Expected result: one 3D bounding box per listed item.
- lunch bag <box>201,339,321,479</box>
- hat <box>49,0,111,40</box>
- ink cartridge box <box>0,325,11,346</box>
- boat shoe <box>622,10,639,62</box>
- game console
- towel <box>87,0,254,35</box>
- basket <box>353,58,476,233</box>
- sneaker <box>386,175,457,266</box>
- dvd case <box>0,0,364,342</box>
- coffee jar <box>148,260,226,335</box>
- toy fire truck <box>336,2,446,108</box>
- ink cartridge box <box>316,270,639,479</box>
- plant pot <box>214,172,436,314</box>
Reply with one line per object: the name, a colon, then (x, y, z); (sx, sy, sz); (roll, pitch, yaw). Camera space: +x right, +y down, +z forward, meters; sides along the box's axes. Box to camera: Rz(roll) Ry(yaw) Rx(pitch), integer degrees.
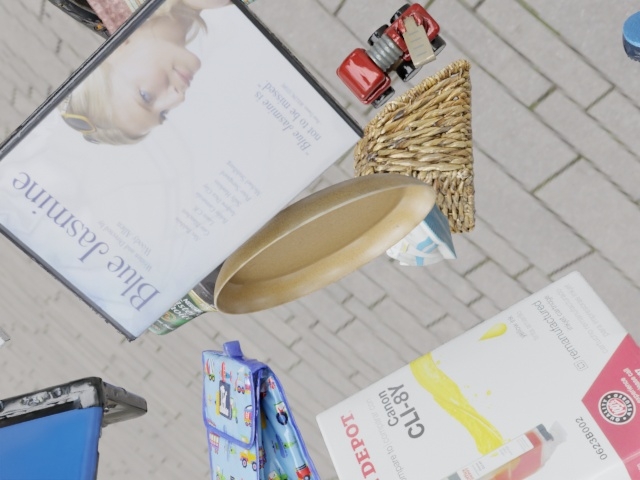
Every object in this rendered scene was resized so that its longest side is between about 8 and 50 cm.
lunch bag: (-0.120, 0.316, 1.710); (0.221, 0.138, 0.293); (3, 106, 63)
hat: (-0.406, -0.467, 1.844); (0.331, 0.134, 0.331); (33, 178, 1)
ink cartridge box: (-0.652, 0.193, 1.749); (0.109, 0.150, 0.063); (45, 174, -3)
boat shoe: (0.482, -0.217, 1.123); (0.258, 0.109, 0.089); (6, 148, 18)
game console: (-0.356, 0.272, 1.087); (0.293, 0.173, 0.250); (-14, 161, 6)
towel: (-0.202, -0.444, 1.418); (0.370, 0.040, 0.271); (-25, 114, 20)
basket: (0.166, -0.155, 1.725); (0.214, 0.223, 0.299); (-2, 162, 9)
sneaker: (0.129, -0.016, 1.388); (0.092, 0.087, 0.228); (-16, 153, 14)
dvd case: (-0.119, -0.059, 0.727); (0.180, 0.253, 0.022); (44, -167, -22)
coffee jar: (-0.206, 0.078, 1.492); (0.184, 0.079, 0.096); (-25, 120, 38)
toy fire truck: (0.143, -0.359, 1.900); (0.158, 0.217, 0.246); (49, -171, 6)
ink cartridge box: (0.220, 0.253, 1.158); (0.160, 0.385, 0.279); (57, -175, -38)
plant pot: (0.000, 0.000, 0.933); (0.032, 0.236, 0.236); (61, 154, 16)
